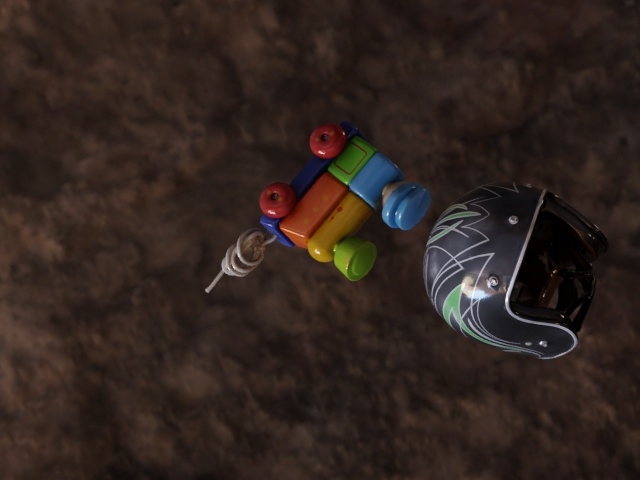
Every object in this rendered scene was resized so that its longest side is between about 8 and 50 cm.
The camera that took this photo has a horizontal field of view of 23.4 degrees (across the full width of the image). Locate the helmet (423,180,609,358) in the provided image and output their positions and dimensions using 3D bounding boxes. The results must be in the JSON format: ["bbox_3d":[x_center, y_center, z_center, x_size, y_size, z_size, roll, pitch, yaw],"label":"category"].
[{"bbox_3d":[0.177,0.023,1.464,0.169,0.162,0.169,-48,-158,26],"label":"helmet"}]

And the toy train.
[{"bbox_3d":[0.000,0.000,1.711,0.143,0.105,0.248,37,-96,34],"label":"toy train"}]
